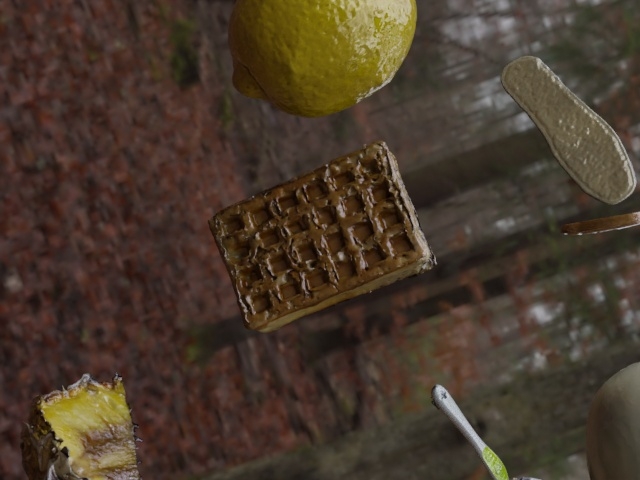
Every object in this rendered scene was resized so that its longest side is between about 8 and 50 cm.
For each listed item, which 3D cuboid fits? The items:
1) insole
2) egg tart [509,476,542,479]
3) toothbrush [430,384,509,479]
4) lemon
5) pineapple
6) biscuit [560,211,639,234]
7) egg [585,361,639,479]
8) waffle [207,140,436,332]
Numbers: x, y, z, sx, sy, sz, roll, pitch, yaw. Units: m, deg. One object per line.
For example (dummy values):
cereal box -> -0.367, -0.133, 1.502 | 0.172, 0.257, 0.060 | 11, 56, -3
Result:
insole -> 0.312, -0.143, 1.600 | 0.248, 0.081, 0.011 | 55, -3, 28
egg tart -> 0.306, 0.480, 1.958 | 0.094, 0.234, 0.234 | 14, -50, 52
toothbrush -> 0.197, 0.262, 1.493 | 0.026, 0.022, 0.263 | -5, -50, 51
lemon -> 0.001, -0.289, 1.734 | 0.233, 0.288, 0.233 | 57, -3, 4
pineapple -> -0.332, 0.306, 1.650 | 0.158, 0.161, 0.334 | 28, 24, -35
biscuit -> 0.458, -0.026, 2.031 | 0.118, 0.140, 0.023 | -6, 86, -59
egg -> 0.436, 0.285, 1.636 | 0.264, 0.174, 0.286 | -37, -135, 45
waffle -> 0.000, 0.000, 1.967 | 0.091, 0.308, 0.213 | 48, 21, -69
